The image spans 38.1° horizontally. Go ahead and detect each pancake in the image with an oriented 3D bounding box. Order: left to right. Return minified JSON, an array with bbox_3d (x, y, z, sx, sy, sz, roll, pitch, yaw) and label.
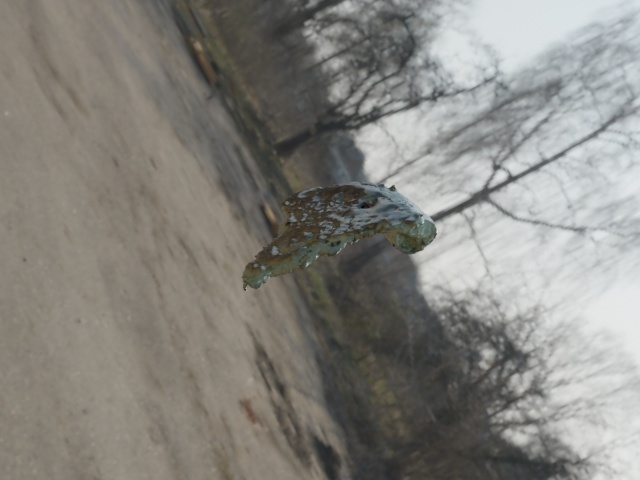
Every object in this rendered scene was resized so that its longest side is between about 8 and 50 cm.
[{"bbox_3d":[0.000,0.000,1.033,0.266,0.244,0.057,3,-59,52],"label":"pancake"}]
